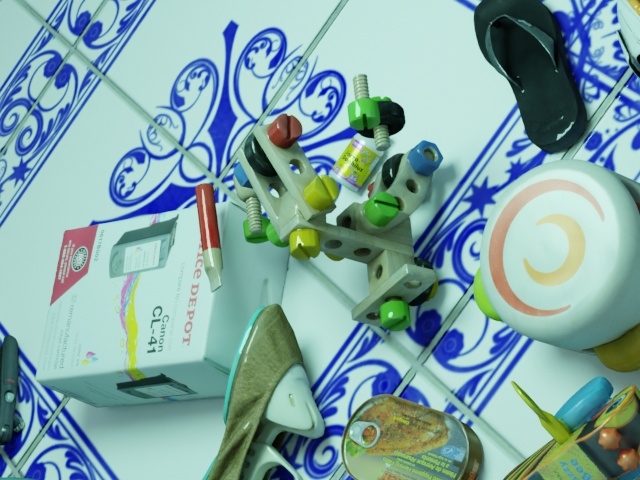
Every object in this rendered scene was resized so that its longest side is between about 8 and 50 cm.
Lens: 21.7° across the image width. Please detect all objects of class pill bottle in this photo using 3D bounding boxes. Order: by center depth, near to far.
[{"bbox_3d":[0.050,-0.105,2.103,0.083,0.043,0.043,-56,42,4],"label":"pill bottle"}]

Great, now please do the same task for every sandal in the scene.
[{"bbox_3d":[0.366,-0.189,1.757,0.076,0.102,0.265,-62,27,27],"label":"sandal"},{"bbox_3d":[0.245,-0.214,1.970,0.097,0.054,0.254,-41,46,20],"label":"sandal"}]

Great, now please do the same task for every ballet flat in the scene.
[{"bbox_3d":[-0.069,0.250,1.986,0.124,0.116,0.342,16,79,26],"label":"ballet flat"}]

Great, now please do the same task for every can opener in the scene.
[{"bbox_3d":[-0.457,0.215,2.402,0.059,0.073,0.186,-34,39,37],"label":"can opener"}]

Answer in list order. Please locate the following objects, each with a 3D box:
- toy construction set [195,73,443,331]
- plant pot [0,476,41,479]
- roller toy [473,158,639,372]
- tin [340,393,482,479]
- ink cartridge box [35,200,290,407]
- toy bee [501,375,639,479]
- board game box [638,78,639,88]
[{"bbox_3d":[0.000,0.000,1.949,0.309,0.257,0.237,-20,63,27],"label":"toy construction set"},{"bbox_3d":[-0.403,0.413,2.093,0.271,0.255,0.272,-23,53,34],"label":"plant pot"},{"bbox_3d":[0.279,0.021,1.740,0.209,0.146,0.191,25,95,42],"label":"roller toy"},{"bbox_3d":[0.101,0.238,1.872,0.189,0.040,0.106,15,75,47],"label":"tin"},{"bbox_3d":[-0.208,0.087,2.173,0.306,0.131,0.226,-11,62,38],"label":"ink cartridge box"},{"bbox_3d":[0.268,0.189,1.622,0.195,0.162,0.298,28,114,12],"label":"toy bee"},{"bbox_3d":[0.412,-0.164,1.802,0.133,0.033,0.169,-32,43,33],"label":"board game box"}]
